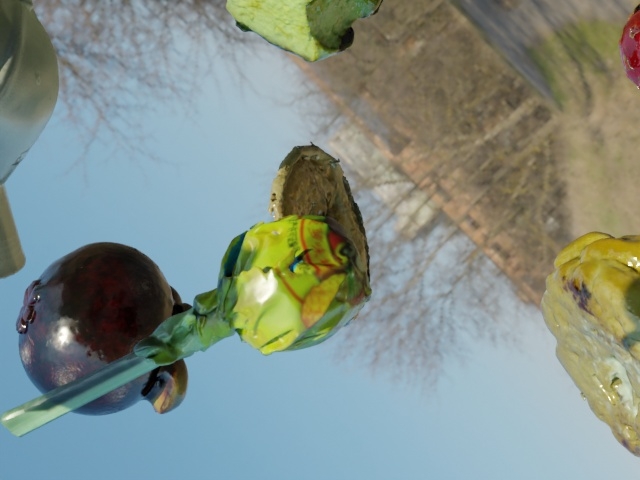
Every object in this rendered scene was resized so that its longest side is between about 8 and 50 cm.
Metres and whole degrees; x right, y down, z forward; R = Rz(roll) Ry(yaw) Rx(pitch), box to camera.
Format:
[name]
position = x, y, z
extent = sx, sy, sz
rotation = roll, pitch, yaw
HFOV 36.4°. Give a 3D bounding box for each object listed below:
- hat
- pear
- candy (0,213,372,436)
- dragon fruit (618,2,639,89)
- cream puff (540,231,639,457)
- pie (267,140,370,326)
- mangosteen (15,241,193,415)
[hat]
position = -0.350, -0.109, 1.049
extent = 0.258, 0.168, 0.301
rotation = -104, 4, -66
[pear]
position = 0.017, -0.373, 1.160
extent = 0.164, 0.238, 0.255
rotation = 34, 156, 4
[candy]
position = -0.090, 0.062, 0.565
extent = 0.073, 0.262, 0.077
rotation = 59, -157, -11
[dragon fruit]
position = 0.440, -0.290, 1.265
extent = 0.094, 0.190, 0.094
rotation = 8, -178, 0
[cream puff]
position = 0.459, 0.115, 1.236
extent = 0.324, 0.257, 0.291
rotation = 56, 162, 35
[pie]
position = 0.000, 0.000, 1.322
extent = 0.274, 0.055, 0.274
rotation = -9, -90, -66
[mangosteen]
position = -0.357, 0.164, 1.728
extent = 0.347, 0.306, 0.307
rotation = 17, -158, -23
